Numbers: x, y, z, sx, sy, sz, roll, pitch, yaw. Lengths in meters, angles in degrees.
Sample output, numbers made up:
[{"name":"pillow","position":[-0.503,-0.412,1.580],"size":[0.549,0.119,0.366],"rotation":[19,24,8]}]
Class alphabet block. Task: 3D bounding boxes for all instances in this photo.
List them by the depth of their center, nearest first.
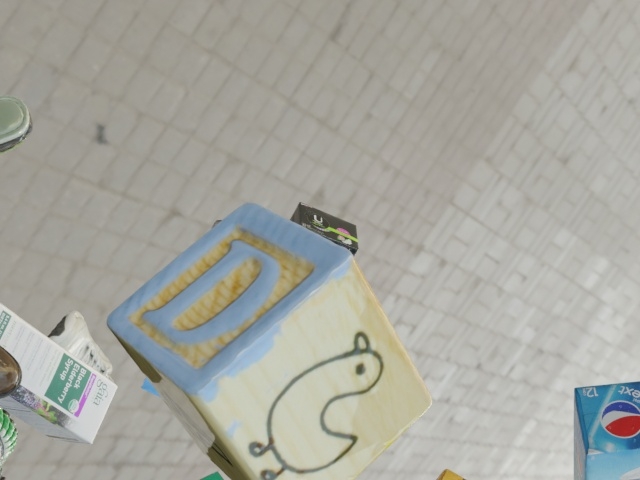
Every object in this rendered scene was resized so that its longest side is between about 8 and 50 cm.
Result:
[{"name":"alphabet block","position":[-0.047,0.112,1.045],"size":[0.192,0.193,0.197],"rotation":[-40,124,-14]}]

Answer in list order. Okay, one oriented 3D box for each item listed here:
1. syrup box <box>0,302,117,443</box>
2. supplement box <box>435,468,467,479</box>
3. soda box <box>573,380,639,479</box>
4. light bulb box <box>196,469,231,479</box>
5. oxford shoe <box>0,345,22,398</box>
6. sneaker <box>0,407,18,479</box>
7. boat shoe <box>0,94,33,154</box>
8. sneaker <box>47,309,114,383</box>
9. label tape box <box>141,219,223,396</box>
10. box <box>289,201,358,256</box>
[{"name":"syrup box","position":[-0.394,0.181,1.509],"size":[0.237,0.096,0.093],"rotation":[45,56,-39]},{"name":"supplement box","position":[0.166,0.370,1.189],"size":[0.129,0.194,0.191],"rotation":[-57,173,-30]},{"name":"soda box","position":[0.270,0.210,1.017],"size":[0.071,0.067,0.210],"rotation":[-7,142,7]},{"name":"light bulb box","position":[-0.166,0.554,1.553],"size":[0.361,0.358,0.225],"rotation":[-20,136,-28]},{"name":"oxford shoe","position":[-0.443,0.118,1.272],"size":[0.096,0.227,0.083],"rotation":[-25,-139,60]},{"name":"sneaker","position":[-0.559,0.356,1.730],"size":[0.146,0.134,0.343],"rotation":[-48,152,-51]},{"name":"boat shoe","position":[-0.497,-0.132,1.492],"size":[0.228,0.081,0.068],"rotation":[-14,169,-8]},{"name":"sneaker","position":[-0.436,0.216,2.050],"size":[0.110,0.118,0.292],"rotation":[-51,171,-19]},{"name":"label tape box","position":[-0.143,0.164,2.028],"size":[0.240,0.106,0.333],"rotation":[34,69,-35]},{"name":"box","position":[0.000,0.000,1.427],"size":[0.052,0.083,0.062],"rotation":[-60,-163,28]}]
